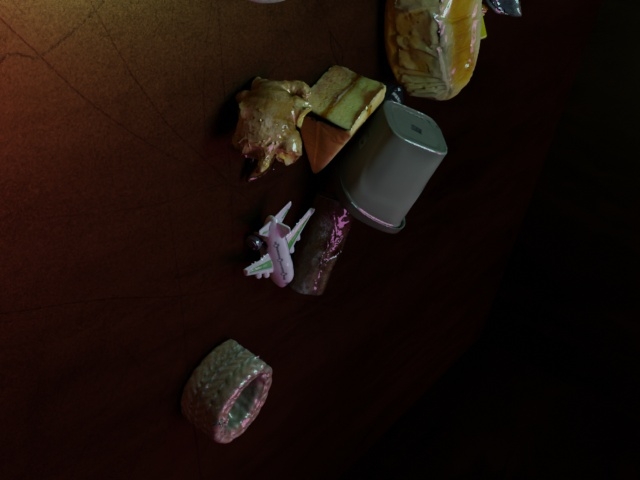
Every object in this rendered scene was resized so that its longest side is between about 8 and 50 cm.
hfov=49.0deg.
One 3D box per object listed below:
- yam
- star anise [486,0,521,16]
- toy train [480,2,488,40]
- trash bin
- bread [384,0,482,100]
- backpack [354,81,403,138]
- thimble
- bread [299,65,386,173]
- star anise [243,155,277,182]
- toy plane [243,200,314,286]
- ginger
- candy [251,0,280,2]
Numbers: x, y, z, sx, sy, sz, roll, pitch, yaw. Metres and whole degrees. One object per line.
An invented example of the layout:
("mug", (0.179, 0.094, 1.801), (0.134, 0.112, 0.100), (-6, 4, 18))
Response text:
("yam", (0.001, 0.000, 1.847), (0.131, 0.131, 0.279), (-5, 120, -59))
("star anise", (0.429, -0.721, 1.818), (0.118, 0.331, 0.332), (-29, 159, 17))
("toy train", (0.383, -0.585, 1.914), (0.089, 0.219, 0.127), (-14, 92, -13))
("trash bin", (0.171, -0.188, 1.737), (0.220, 0.219, 0.250), (17, 129, -24))
("bread", (0.277, -0.537, 1.754), (0.236, 0.183, 0.388), (-33, 137, -30))
("backpack", (0.155, -0.336, 1.824), (0.165, 0.106, 0.120), (-49, 147, -18))
("thimble", (-0.233, 0.385, 1.777), (0.229, 0.148, 0.196), (-51, 152, -16))
("bread", (0.064, -0.261, 1.676), (0.167, 0.163, 0.264), (-52, 152, -20))
("star anise", (-0.118, -0.221, 1.511), (0.212, 0.054, 0.157), (-63, 154, 6))
("toy plane", (-0.109, 0.022, 1.706), (0.251, 0.101, 0.255), (-44, 152, -32))
("ginger", (-0.102, -0.232, 1.407), (0.102, 0.157, 0.216), (122, -22, -70))
("candy", (-0.068, -0.529, 1.168), (0.295, 0.185, 0.295), (-38, 139, -42))
